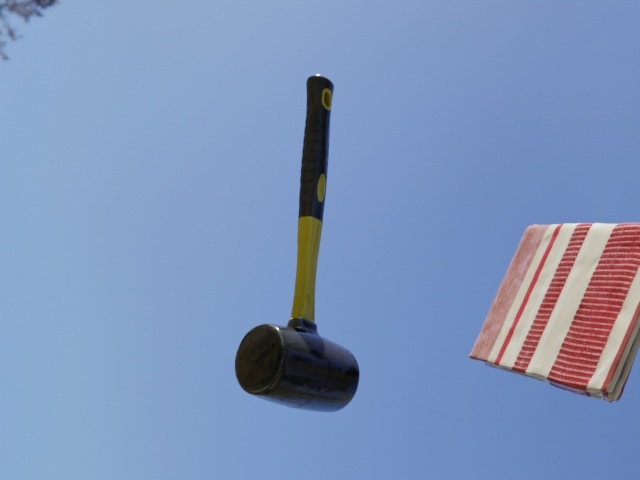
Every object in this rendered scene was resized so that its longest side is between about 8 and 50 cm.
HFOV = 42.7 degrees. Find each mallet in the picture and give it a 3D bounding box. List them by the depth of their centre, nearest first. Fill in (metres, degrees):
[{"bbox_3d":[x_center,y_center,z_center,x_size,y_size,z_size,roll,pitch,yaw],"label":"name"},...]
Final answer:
[{"bbox_3d":[0.000,0.000,0.445,0.039,0.062,0.189,-14,-124,39],"label":"mallet"}]

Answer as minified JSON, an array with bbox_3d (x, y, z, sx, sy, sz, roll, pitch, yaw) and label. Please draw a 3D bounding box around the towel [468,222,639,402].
[{"bbox_3d":[0.340,0.084,1.118,0.237,0.037,0.329,-64,-163,-8],"label":"towel"}]
